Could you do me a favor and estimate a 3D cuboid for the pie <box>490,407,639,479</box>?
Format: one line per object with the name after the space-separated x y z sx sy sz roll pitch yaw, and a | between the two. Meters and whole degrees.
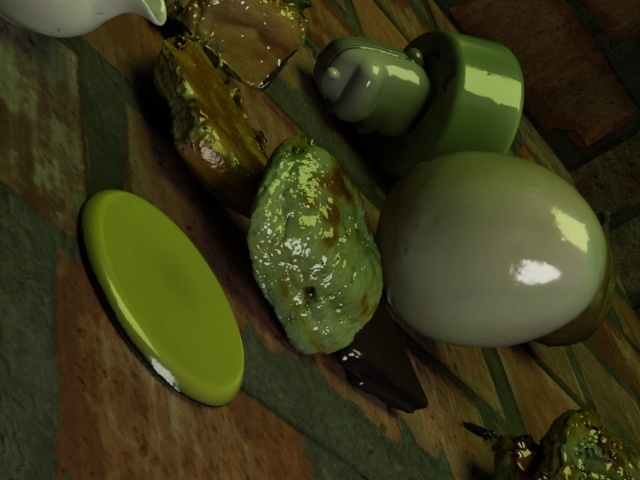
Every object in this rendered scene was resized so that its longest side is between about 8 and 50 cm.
0.373 0.444 1.689 0.395 0.180 0.418 42 30 -43 | pie

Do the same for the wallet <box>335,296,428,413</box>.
0.048 0.097 1.607 0.182 0.049 0.229 40 23 -45 | wallet

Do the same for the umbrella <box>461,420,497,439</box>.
0.233 0.275 1.855 0.022 0.013 0.122 54 14 30 | umbrella

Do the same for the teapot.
-0.283 -0.318 1.252 0.300 0.165 0.208 65 28 -10 | teapot

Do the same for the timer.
0.128 -0.240 2.124 0.315 0.291 0.291 18 37 -29 | timer

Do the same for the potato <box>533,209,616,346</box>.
0.428 0.087 2.354 0.301 0.288 0.237 17 -48 60 | potato

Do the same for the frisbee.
-0.143 0.051 1.215 0.236 0.017 0.236 50 19 -23 | frisbee

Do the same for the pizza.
-0.134 -0.154 1.495 0.189 0.071 0.297 38 26 -47 | pizza

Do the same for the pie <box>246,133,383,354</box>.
0.000 0.000 1.427 0.248 0.090 0.201 63 39 -34 | pie

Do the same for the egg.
0.237 0.013 1.796 0.283 0.345 0.283 -3 93 -49 | egg

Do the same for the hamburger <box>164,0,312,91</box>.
-0.125 -0.311 1.675 0.207 0.155 0.135 26 15 -44 | hamburger
